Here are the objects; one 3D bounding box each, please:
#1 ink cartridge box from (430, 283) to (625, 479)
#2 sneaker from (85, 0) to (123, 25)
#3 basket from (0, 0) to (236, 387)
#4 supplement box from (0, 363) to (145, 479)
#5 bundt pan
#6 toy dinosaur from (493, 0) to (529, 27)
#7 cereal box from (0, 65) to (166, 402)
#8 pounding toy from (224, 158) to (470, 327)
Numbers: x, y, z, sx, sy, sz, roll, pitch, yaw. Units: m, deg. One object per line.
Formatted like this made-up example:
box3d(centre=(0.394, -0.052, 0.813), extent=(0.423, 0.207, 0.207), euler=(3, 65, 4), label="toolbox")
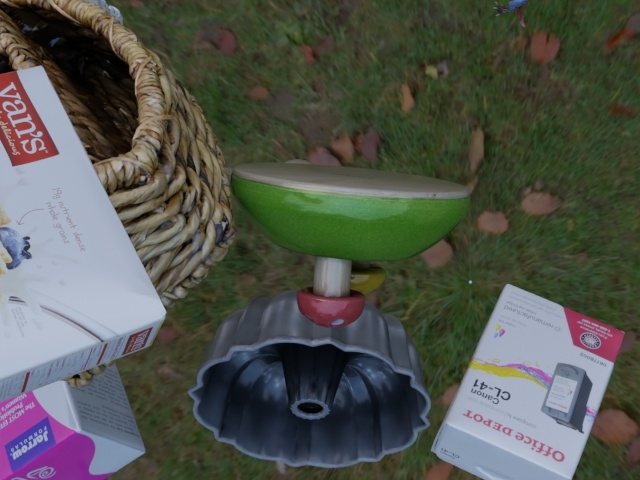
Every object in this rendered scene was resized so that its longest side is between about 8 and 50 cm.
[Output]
box3d(centre=(0.351, 0.255, 1.853), extent=(0.226, 0.131, 0.306), euler=(23, 55, 11), label="ink cartridge box")
box3d(centre=(-0.372, -0.340, 1.729), extent=(0.111, 0.297, 0.129), euler=(30, 66, 7), label="sneaker")
box3d(centre=(-0.220, -0.083, 0.805), extent=(0.213, 0.223, 0.299), euler=(-43, 47, 5), label="basket")
box3d(centre=(-0.279, 0.138, 1.115), extent=(0.111, 0.114, 0.220), euler=(-34, 59, 10), label="supplement box")
box3d(centre=(-0.011, 0.181, 1.521), extent=(0.330, 0.331, 0.124), euler=(-2, 51, 8), label="bundt pan")
box3d(centre=(0.209, -0.263, 1.120), extent=(0.082, 0.090, 0.047), euler=(-20, 65, 43), label="toy dinosaur")
box3d(centre=(-0.222, 0.013, 0.564), extent=(0.240, 0.047, 0.173), euler=(-20, 71, -28), label="cereal box")
box3d(centre=(0.000, 0.000, 0.866), extent=(0.237, 0.183, 0.110), euler=(13, 101, 45), label="pounding toy")
